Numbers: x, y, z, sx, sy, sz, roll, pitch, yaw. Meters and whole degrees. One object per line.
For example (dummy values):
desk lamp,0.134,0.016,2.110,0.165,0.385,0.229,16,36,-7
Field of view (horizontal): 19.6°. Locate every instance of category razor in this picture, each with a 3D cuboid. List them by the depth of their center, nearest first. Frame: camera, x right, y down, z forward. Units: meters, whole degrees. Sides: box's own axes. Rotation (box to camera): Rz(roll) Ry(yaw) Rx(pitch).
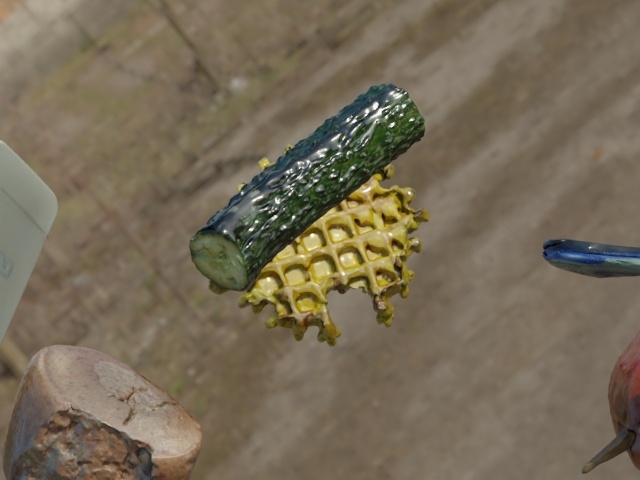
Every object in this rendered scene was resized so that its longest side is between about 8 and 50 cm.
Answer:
razor,0.338,0.018,1.541,0.324,0.093,0.056,-2,63,25

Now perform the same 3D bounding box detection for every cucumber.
cucumber,-0.009,-0.036,1.246,0.187,0.058,0.058,-40,12,-28

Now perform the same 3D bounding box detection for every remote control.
remote control,-0.151,0.045,0.716,0.027,0.050,0.184,-7,51,34

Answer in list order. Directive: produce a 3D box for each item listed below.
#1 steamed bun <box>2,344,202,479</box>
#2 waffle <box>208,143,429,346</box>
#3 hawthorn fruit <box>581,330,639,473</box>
steamed bun,-0.194,0.186,1.586,0.106,0.175,0.145,-32,-32,-64
waffle,0.000,0.000,2.087,0.051,0.229,0.231,96,-163,-73
hawthorn fruit,0.358,0.156,1.734,0.262,0.210,0.210,-27,6,-29
